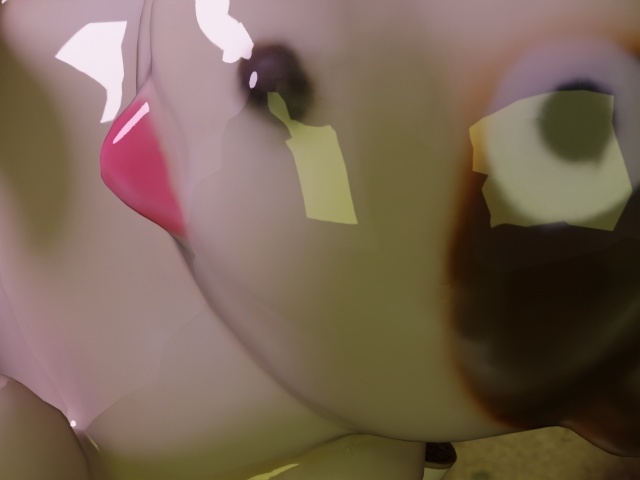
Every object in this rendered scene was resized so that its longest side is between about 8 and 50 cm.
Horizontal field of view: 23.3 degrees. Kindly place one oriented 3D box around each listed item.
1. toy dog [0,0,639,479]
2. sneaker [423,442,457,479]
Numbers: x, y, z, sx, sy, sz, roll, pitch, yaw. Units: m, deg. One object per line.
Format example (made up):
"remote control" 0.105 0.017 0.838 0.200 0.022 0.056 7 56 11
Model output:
"toy dog" 0.000 0.000 0.546 0.395 0.408 0.285 0 74 -26
"sneaker" -0.031 0.126 0.820 0.192 0.064 0.086 14 110 -1
